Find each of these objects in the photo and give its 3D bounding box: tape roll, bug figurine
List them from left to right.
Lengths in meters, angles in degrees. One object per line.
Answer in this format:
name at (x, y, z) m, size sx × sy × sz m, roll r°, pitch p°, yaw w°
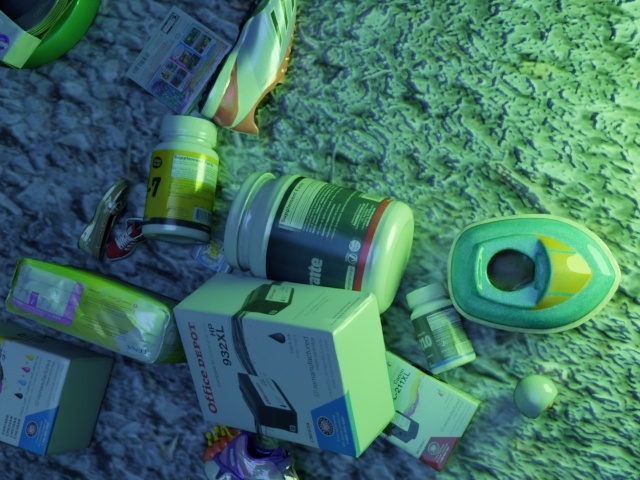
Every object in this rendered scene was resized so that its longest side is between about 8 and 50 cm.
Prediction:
tape roll at (-0.571, -0.488, 1.905) m, size 0.321 × 0.077 × 0.321 m, roll -1°, pitch 85°, yaw 14°
bug figurine at (-0.136, 0.452, 1.700) m, size 0.216 × 0.072 × 0.279 m, roll -43°, pitch 77°, yaw 7°

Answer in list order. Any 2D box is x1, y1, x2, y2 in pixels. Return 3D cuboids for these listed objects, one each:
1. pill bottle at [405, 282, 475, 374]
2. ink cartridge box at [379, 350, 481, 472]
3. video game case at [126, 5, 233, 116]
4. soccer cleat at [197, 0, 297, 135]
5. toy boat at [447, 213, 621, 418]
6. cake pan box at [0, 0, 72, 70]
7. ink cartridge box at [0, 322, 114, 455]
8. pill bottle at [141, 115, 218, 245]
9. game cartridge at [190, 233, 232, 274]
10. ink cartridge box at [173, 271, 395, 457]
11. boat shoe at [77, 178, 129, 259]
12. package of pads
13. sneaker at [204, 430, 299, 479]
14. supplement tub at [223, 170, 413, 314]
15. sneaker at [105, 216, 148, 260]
pill bottle at (0.193, 0.142, 1.646) m, size 0.078 × 0.078 × 0.137 m, roll -23°, pitch 79°, yaw 11°
ink cartridge box at (0.153, 0.275, 1.645) m, size 0.175 × 0.072 × 0.127 m, roll 29°, pitch 92°, yaw 15°
video game case at (-0.256, -0.326, 1.839) m, size 0.143 × 0.019 × 0.157 m, roll 36°, pitch 93°, yaw 14°
soccer cleat at (-0.096, -0.336, 1.770) m, size 0.116 × 0.108 × 0.318 m, roll 29°, pitch 85°, yaw -12°
toy boat at (0.333, 0.115, 1.577) m, size 0.268 × 0.148 × 0.318 m, roll -3°, pitch 84°, yaw 12°
cake pan box at (-0.566, -0.478, 1.830) m, size 0.267 × 0.070 × 0.245 m, roll 42°, pitch 97°, yaw 14°
ink cartridge box at (-0.518, 0.254, 1.765) m, size 0.233 × 0.168 × 0.171 m, roll 15°, pitch 89°, yaw 16°
pill bottle at (-0.239, -0.103, 1.756) m, size 0.119 × 0.119 × 0.208 m, roll 3°, pitch 79°, yaw 14°
game cartridge at (-0.187, 0.024, 1.787) m, size 0.083 × 0.017 × 0.056 m, roll 28°, pitch 95°, yaw 15°
ink cartridge box at (-0.057, 0.189, 1.588) m, size 0.308 × 0.129 × 0.223 m, roll 6°, pitch 119°, yaw 34°
boat shoe at (-0.382, -0.040, 1.824) m, size 0.048 × 0.056 × 0.153 m, roll 33°, pitch 94°, yaw 6°
package of pads at (-0.352, 0.119, 1.708) m, size 0.297 × 0.229 × 0.101 m, roll 18°, pitch 89°, yaw 15°
sneaker at (-0.066, 0.388, 1.609) m, size 0.236 × 0.095 × 0.104 m, roll 33°, pitch 93°, yaw 9°
supplement tub at (0.000, 0.000, 1.651) m, size 0.272 × 0.191 × 0.191 m, roll 15°, pitch 88°, yaw 15°
sneaker at (-0.343, -0.005, 1.801) m, size 0.118 × 0.067 × 0.042 m, roll -33°, pitch 77°, yaw 9°
